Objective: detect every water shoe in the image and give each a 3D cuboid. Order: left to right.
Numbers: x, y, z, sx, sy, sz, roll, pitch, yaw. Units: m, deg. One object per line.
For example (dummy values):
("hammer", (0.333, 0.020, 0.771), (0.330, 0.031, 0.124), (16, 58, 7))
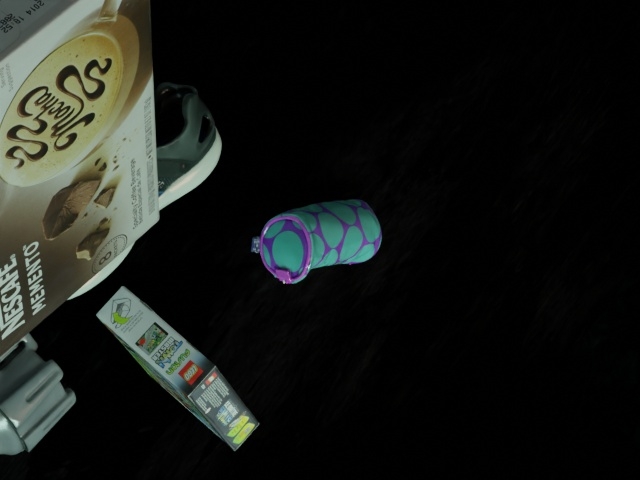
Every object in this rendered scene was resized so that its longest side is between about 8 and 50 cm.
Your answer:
("water shoe", (-0.162, -0.041, 1.496), (0.203, 0.073, 0.080), (-46, 139, -25))

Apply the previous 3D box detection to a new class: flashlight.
("flashlight", (-0.317, 0.204, 1.528), (0.304, 0.103, 0.103), (-44, -174, -21))

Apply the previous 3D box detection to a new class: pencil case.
("pencil case", (0.000, 0.000, 1.912), (0.151, 0.064, 0.070), (-14, 123, -60))

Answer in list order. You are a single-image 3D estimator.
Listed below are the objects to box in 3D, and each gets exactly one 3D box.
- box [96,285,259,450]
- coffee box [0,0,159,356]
("box", (-0.124, 0.116, 1.773), (0.036, 0.114, 0.207), (-48, 160, -8))
("coffee box", (-0.199, -0.075, 1.240), (0.168, 0.119, 0.297), (-43, 159, -26))
